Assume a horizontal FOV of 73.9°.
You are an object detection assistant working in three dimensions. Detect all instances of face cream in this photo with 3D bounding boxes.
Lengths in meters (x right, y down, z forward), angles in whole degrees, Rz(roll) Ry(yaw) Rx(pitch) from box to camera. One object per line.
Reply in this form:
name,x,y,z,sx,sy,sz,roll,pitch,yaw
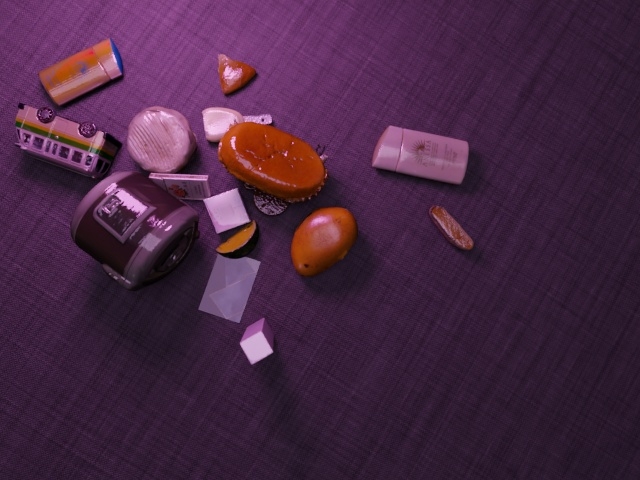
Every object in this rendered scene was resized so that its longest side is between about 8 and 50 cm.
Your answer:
face cream,0.376,-0.325,1.606,0.349,0.081,0.173,12,85,-4
face cream,-0.850,-0.608,1.535,0.285,0.067,0.139,-30,92,-6

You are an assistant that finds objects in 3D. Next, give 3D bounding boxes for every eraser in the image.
eraser,-0.205,0.326,1.411,0.076,0.298,0.078,-29,91,-6

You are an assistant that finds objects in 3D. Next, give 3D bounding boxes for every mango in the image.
mango,0.000,0.000,1.526,0.191,0.160,0.290,37,94,-8

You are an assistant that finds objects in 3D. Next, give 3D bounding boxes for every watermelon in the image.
watermelon,-0.288,0.008,1.533,0.182,0.075,0.092,-36,85,-6

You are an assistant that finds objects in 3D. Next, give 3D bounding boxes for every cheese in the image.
cheese,-0.306,-0.437,1.575,0.252,0.054,0.127,-9,90,-5

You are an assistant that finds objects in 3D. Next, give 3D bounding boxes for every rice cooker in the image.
rice cooker,-0.588,-0.026,1.392,0.325,0.335,0.335,38,84,-2

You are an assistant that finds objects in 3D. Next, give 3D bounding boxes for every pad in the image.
pad,-0.333,0.166,1.559,0.164,0.004,0.242,19,85,-3

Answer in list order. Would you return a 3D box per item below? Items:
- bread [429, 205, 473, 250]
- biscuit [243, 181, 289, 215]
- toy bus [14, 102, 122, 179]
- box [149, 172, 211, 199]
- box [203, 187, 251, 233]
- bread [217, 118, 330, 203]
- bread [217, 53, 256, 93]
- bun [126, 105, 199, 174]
bread,0.489,-0.044,1.612,0.073,0.053,0.214,-41,88,-10
biscuit,-0.193,-0.206,1.575,0.180,0.039,0.236,-13,88,-9
toy bus,-0.886,-0.340,1.478,0.306,0.143,0.178,20,87,-5
box,-0.496,-0.190,1.519,0.199,0.109,0.029,1,54,-5
box,-0.336,-0.109,1.540,0.130,0.051,0.129,-21,99,-5
bread,-0.158,-0.263,1.475,0.389,0.183,0.235,17,83,-7
bread,-0.335,-0.608,1.585,0.155,0.054,0.135,22,88,0
bun,-0.552,-0.352,1.502,0.240,0.141,0.238,-3,110,-7
